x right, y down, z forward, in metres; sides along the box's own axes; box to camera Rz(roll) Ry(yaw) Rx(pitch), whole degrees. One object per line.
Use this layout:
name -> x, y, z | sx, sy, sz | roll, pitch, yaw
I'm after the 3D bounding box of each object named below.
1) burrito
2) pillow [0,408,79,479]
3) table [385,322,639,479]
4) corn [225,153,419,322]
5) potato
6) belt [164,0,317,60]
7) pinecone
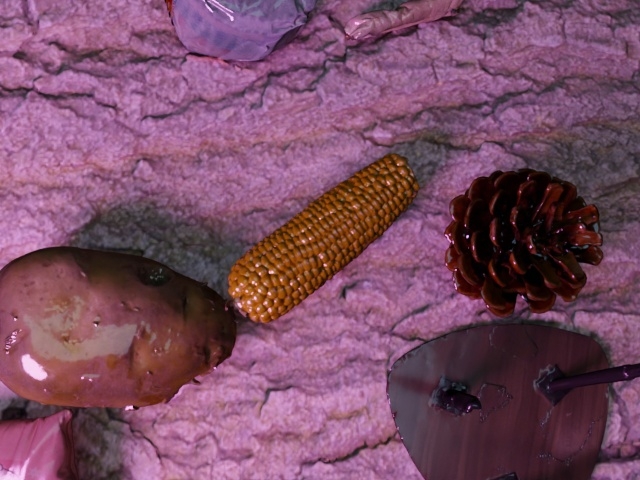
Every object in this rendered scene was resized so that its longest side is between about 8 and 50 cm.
burrito -> 0.122, -0.328, 0.903 | 0.186, 0.045, 0.041 | -19, 119, -10
pillow -> -0.384, 0.311, 0.730 | 0.236, 0.084, 0.223 | -8, 92, 3
table -> 0.246, 0.226, 0.732 | 0.318, 0.249, 0.316 | 1, 82, -6
corn -> 0.000, 0.000, 0.818 | 0.310, 0.101, 0.101 | -39, 87, -16
potato -> -0.251, 0.107, 0.758 | 0.297, 0.141, 0.191 | 6, 70, -8
belt -> -0.108, -0.372, 0.838 | 0.207, 0.150, 0.257 | -15, 84, -17
pinecone -> 0.265, 0.003, 0.801 | 0.208, 0.208, 0.207 | 1, 82, -6
